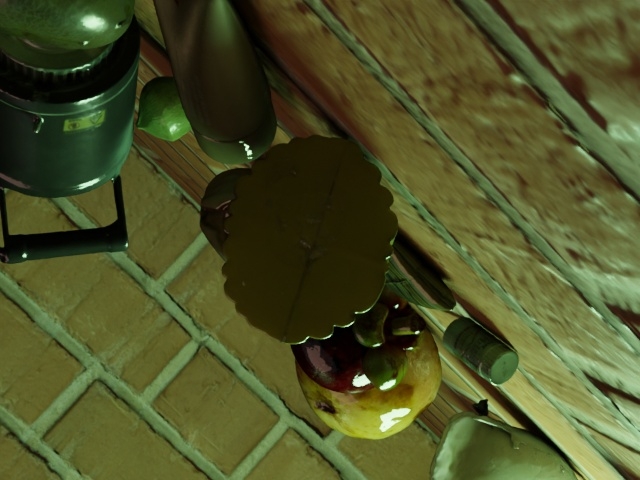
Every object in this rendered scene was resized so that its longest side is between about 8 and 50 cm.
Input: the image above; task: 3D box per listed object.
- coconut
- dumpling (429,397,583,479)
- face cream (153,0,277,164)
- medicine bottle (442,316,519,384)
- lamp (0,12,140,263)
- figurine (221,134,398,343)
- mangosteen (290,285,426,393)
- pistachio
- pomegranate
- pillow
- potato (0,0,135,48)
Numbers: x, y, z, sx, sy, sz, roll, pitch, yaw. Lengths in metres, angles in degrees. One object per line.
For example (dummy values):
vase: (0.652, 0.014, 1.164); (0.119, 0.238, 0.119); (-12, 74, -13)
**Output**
coconut: (-0.196, -0.171, 1.757); (0.088, 0.096, 0.088); (56, 169, 17)
dumpling: (0.263, 0.367, 1.991); (0.293, 0.204, 0.163); (36, -171, -21)
face cream: (-0.100, -0.176, 1.195); (0.137, 0.084, 0.341); (51, 171, 22)
medicine bottle: (0.181, 0.125, 1.549); (0.083, 0.047, 0.047); (38, 172, 45)
lamp: (-0.322, -0.183, 1.647); (0.272, 0.205, 0.374); (138, 125, -73)
figurine: (0.004, 0.001, 1.402); (0.315, 0.168, 0.187); (8, -107, -84)
mangosteen: (0.052, 0.110, 1.762); (0.200, 0.200, 0.200); (43, 174, 5)
pistachio: (-0.079, -0.025, 1.852); (0.238, 0.153, 0.137); (-151, 55, -60)
pomegranate: (0.073, 0.171, 1.957); (0.215, 0.215, 0.215); (43, 174, 5)
pillow: (0.090, 0.035, 1.562); (0.113, 0.038, 0.203); (46, 174, -5)
potato: (-0.291, -0.278, 1.369); (0.235, 0.160, 0.178); (31, -153, -33)
